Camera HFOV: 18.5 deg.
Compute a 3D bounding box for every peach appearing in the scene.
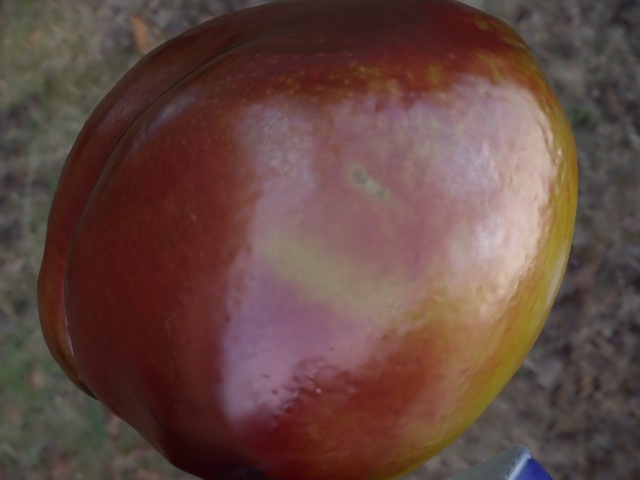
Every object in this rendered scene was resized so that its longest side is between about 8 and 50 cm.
[{"bbox_3d":[0.000,-0.002,0.368,0.101,0.101,0.101,-31,141,-29],"label":"peach"}]

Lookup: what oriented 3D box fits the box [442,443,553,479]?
[{"bbox_3d":[-0.066,0.190,0.522,0.299,0.106,0.200,-28,-173,31],"label":"box"}]
